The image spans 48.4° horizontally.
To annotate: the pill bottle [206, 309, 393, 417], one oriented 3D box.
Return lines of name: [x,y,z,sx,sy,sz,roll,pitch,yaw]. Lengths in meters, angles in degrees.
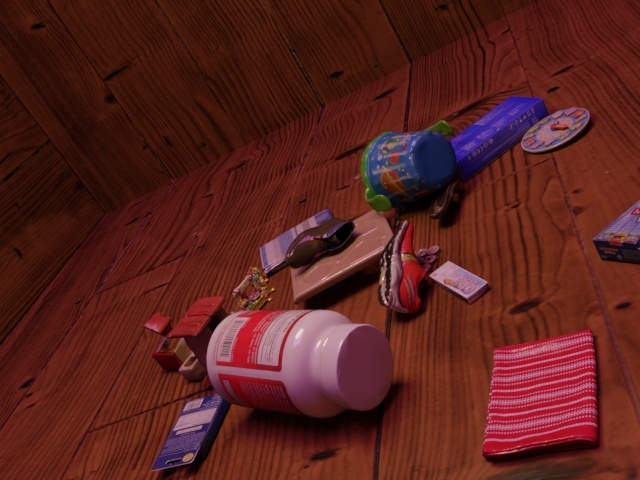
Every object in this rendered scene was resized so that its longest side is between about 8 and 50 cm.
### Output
pill bottle: [-0.049,0.267,1.567,0.407,0.229,0.229,-5,35,46]

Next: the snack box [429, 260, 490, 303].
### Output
snack box: [0.328,0.097,1.693,0.064,0.022,0.178,-35,23,-9]

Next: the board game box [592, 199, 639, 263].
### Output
board game box: [0.696,-0.033,1.449,0.194,0.060,0.194,-44,26,-23]

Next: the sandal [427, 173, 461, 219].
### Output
sandal: [0.361,-0.114,2.016,0.090,0.060,0.219,-37,13,33]

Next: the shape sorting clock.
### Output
shape sorting clock: [0.679,-0.323,2.063,0.206,0.040,0.206,-26,24,13]

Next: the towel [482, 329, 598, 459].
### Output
towel: [0.391,0.270,1.269,0.198,0.031,0.275,-18,27,29]

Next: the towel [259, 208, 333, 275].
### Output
towel: [-0.074,0.003,2.362,0.285,0.034,0.209,-30,24,3]

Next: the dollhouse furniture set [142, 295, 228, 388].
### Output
dollhouse furniture set: [-0.373,0.289,1.958,0.374,0.201,0.152,-11,31,39]

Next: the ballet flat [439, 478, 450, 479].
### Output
ballet flat: [0.132,0.478,1.142,0.250,0.058,0.084,-40,24,-17]

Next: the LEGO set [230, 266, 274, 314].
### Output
LEGO set: [-0.221,0.141,2.171,0.132,0.107,0.287,-18,29,27]

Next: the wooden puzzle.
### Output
wooden puzzle: [0.067,0.052,2.049,0.322,0.081,0.348,-29,19,7]

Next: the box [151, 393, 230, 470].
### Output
box: [-0.311,0.471,1.731,0.136,0.036,0.225,-20,25,27]

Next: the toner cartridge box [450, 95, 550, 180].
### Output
toner cartridge box: [0.524,-0.321,2.209,0.347,0.075,0.165,-36,22,-9]

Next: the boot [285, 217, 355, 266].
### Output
boot: [0.000,0.000,2.030,0.219,0.082,0.106,-39,18,-26]

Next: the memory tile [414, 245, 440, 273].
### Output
memory tile: [0.247,0.068,1.864,0.113,0.012,0.148,-11,31,40]

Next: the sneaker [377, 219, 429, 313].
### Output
sneaker: [0.213,0.072,1.768,0.107,0.118,0.279,121,166,-47]

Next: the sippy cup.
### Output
sippy cup: [0.271,-0.220,2.079,0.224,0.240,0.306,-8,73,63]
